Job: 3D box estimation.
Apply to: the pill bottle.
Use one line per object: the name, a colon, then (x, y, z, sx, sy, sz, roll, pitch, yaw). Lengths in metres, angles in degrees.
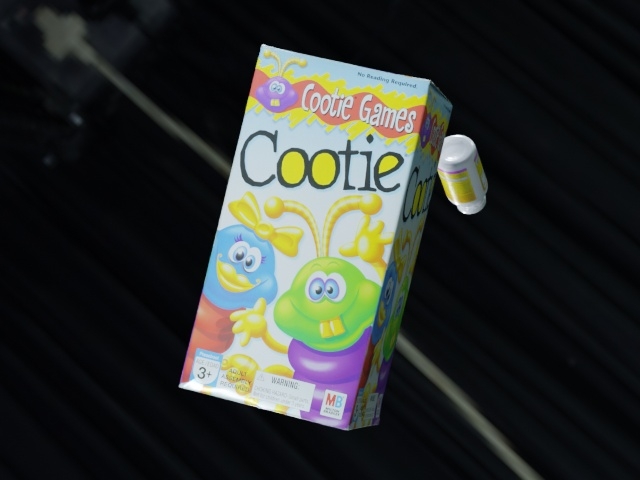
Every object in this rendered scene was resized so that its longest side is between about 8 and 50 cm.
pill bottle: (0.141, -0.063, 1.784, 0.043, 0.043, 0.083, -43, -39, -16)

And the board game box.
board game box: (0.000, 0.000, 1.446, 0.142, 0.144, 0.275, 19, -96, -78)
